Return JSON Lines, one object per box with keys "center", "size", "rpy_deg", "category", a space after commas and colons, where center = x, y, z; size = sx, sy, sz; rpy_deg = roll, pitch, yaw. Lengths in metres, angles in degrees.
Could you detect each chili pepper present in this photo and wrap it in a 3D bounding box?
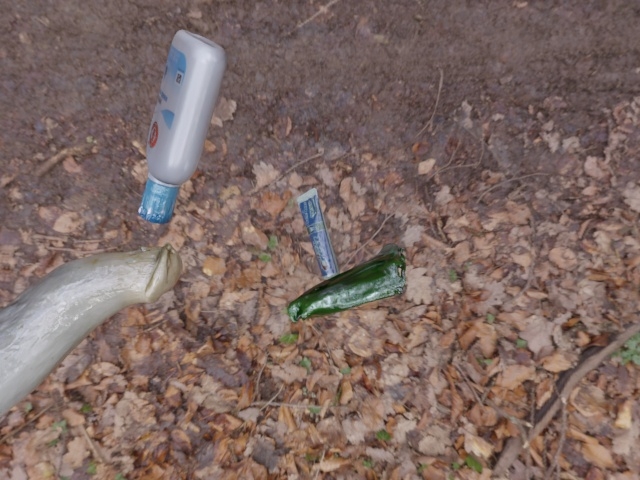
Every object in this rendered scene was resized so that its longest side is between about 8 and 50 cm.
{"center": [0.048, 0.079, 0.769], "size": [0.216, 0.108, 0.062], "rpy_deg": [-28, 101, 0], "category": "chili pepper"}

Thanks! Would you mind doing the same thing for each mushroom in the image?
{"center": [-0.408, 0.125, 0.766], "size": [0.397, 0.126, 0.177], "rpy_deg": [-42, 49, -21], "category": "mushroom"}

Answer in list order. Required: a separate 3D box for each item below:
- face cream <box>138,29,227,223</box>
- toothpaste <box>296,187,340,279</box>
{"center": [-0.255, -0.189, 0.853], "size": [0.080, 0.163, 0.336], "rpy_deg": [7, 117, -36], "category": "face cream"}
{"center": [0.000, 0.000, 0.901], "size": [0.035, 0.057, 0.197], "rpy_deg": [-7, 76, -46], "category": "toothpaste"}
